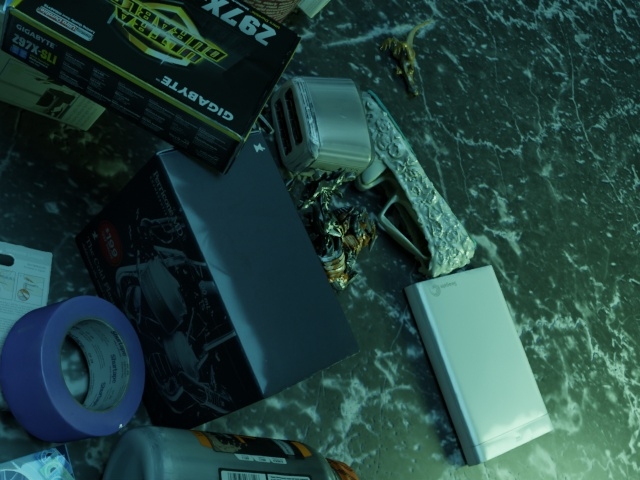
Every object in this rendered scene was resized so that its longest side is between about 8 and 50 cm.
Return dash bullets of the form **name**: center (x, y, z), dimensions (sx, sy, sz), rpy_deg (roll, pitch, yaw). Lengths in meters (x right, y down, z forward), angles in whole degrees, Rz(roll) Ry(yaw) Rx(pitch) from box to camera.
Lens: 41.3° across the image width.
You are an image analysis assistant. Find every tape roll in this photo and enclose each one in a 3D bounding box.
- **tape roll**: center (-0.330, 0.174, 1.146), dimensions (0.189, 0.080, 0.189), rpy_deg (36, 46, -48)

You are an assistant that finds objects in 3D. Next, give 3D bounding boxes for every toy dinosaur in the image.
- **toy dinosaur**: center (0.000, 0.000, 1.474), dimensions (0.322, 0.164, 0.218), rpy_deg (-57, 130, -67)
- **toy dinosaur**: center (0.190, -0.416, 1.874), dimensions (0.112, 0.064, 0.212), rpy_deg (26, 64, -47)

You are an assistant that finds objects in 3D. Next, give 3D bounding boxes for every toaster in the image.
- **toaster**: center (0.001, -0.219, 1.587), dimensions (0.146, 0.129, 0.227), rpy_deg (-1, 72, -35)

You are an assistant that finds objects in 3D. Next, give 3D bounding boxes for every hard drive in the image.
- **hard drive**: center (0.314, 0.234, 1.666), dimensions (0.233, 0.047, 0.353), rpy_deg (-10, 75, -39)

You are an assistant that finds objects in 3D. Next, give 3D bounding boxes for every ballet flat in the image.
- **ballet flat**: center (0.150, -0.101, 1.651), dimensions (0.147, 0.147, 0.409), rpy_deg (-37, 93, -41)

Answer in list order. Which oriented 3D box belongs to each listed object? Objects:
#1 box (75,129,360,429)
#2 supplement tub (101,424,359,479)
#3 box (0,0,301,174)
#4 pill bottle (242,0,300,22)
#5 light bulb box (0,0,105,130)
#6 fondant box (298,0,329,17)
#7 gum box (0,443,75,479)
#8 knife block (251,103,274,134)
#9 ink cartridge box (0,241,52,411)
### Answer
- **box**: center (-0.161, 0.070, 1.211), dimensions (0.179, 0.312, 0.343), rpy_deg (-19, 81, -41)
- **supplement tub**: center (-0.119, 0.374, 1.173), dimensions (0.338, 0.207, 0.207), rpy_deg (15, 61, -32)
- **box**: center (-0.210, -0.263, 1.125), dimensions (0.322, 0.079, 0.257), rpy_deg (30, 44, -7)
- **pill bottle**: center (-0.113, -0.444, 1.303), dimensions (0.224, 0.392, 0.224), rpy_deg (12, 67, -29)
- **light bulb box**: center (-0.455, -0.413, 1.272), dimensions (0.361, 0.225, 0.358), rpy_deg (18, 60, -31)
- **fondant box**: center (-0.086, -0.627, 1.692), dimensions (0.330, 0.096, 0.238), rpy_deg (41, 34, -16)
- **gum box**: center (-0.397, 0.363, 1.080), dimensions (0.184, 0.041, 0.157), rpy_deg (-10, 75, -40)
- **knife block**: center (-0.217, -0.243, 1.461), dimensions (0.275, 0.088, 0.242), rpy_deg (9, 64, -34)
- **ink cartridge box**: center (-0.462, 0.108, 1.134), dimensions (0.181, 0.056, 0.225), rpy_deg (17, 57, -36)
